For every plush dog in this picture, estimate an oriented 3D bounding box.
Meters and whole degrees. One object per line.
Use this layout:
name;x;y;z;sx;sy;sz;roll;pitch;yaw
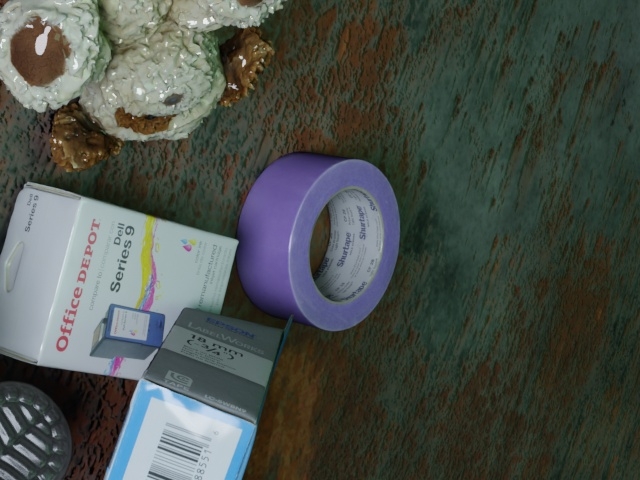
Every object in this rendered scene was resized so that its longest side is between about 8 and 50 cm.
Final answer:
plush dog;-0.164;-0.182;1.202;0.262;0.210;0.225;-25;136;-13

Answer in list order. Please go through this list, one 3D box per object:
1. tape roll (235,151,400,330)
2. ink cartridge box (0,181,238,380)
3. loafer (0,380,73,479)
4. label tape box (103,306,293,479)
tape roll;0.000;0.000;1.478;0.189;0.080;0.189;-16;111;-47
ink cartridge box;-0.192;0.046;1.254;0.212;0.093;0.154;18;85;-49
loafer;-0.358;0.255;1.074;0.366;0.130;0.134;-33;89;-23
label tape box;-0.123;0.197;1.210;0.334;0.106;0.241;-75;-175;-78
